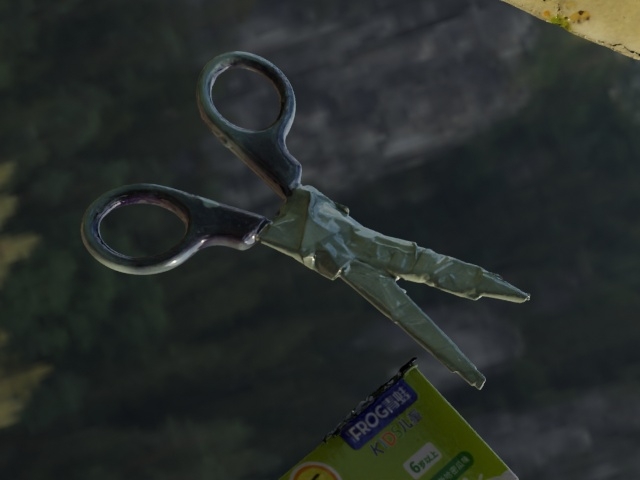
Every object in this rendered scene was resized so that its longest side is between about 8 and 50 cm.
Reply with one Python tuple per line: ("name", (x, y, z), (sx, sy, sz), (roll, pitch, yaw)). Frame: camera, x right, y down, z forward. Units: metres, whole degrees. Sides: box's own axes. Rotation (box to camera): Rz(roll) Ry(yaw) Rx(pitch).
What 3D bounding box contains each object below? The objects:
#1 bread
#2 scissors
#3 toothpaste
("bread", (0.128, -0.146, 0.983), (0.068, 0.153, 0.028), (126, -20, -45))
("scissors", (0.000, 0.000, 1.641), (0.383, 0.256, 0.029), (32, -25, 15))
("toothpaste", (-0.016, 0.212, 1.194), (0.110, 0.327, 0.077), (48, -35, 8))
